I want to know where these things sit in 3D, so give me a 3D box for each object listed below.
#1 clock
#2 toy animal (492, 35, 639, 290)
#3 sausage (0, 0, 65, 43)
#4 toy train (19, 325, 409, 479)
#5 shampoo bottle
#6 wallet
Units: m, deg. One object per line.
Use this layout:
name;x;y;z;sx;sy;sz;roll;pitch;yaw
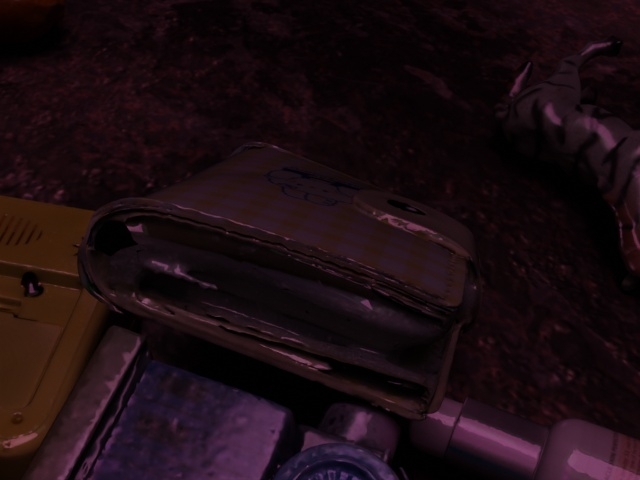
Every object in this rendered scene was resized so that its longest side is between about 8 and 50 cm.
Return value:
clock;-0.203;0.069;0.623;0.143;0.096;0.202;8;44;4
toy animal;0.269;-0.079;0.839;0.170;0.089;0.255;-18;48;-19
sausage;-0.356;-0.238;0.908;0.238;0.098;0.098;9;45;-5
toy train;-0.077;0.200;0.467;0.202;0.131;0.299;16;57;14
shampoo bottle;0.147;0.145;0.607;0.192;0.074;0.074;18;46;12
wallet;0.000;0.000;0.647;0.223;0.077;0.309;15;15;8
